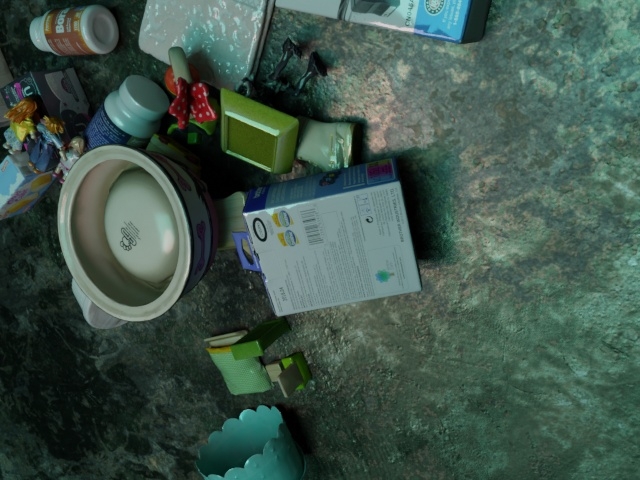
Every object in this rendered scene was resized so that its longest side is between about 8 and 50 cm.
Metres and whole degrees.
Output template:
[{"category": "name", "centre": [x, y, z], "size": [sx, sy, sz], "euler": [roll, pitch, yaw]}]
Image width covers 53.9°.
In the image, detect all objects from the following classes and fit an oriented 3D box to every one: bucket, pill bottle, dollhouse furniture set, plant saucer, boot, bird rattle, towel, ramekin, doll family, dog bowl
[{"category": "bucket", "centre": [-0.185, 0.616, 1.749], "size": [0.281, 0.281, 0.183], "euler": [-17, 109, 32]}, {"category": "pill bottle", "centre": [-0.513, -0.295, 1.640], "size": [0.153, 0.153, 0.265], "euler": [51, 124, 2]}, {"category": "dollhouse furniture set", "centre": [-0.209, 0.352, 1.725], "size": [0.302, 0.151, 0.197], "euler": [-17, 100, 32]}, {"category": "plant saucer", "centre": [-0.149, -0.229, 1.408], "size": [0.188, 0.045, 0.188], "euler": [24, 149, 6]}, {"category": "boot", "centre": [0.004, -0.175, 1.453], "size": [0.165, 0.077, 0.213], "euler": [14, 110, 23]}, {"category": "bird rattle", "centre": [-0.316, -0.339, 1.437], "size": [0.143, 0.253, 0.206], "euler": [-17, 86, -3]}, {"category": "towel", "centre": [-0.270, -0.536, 1.478], "size": [0.332, 0.053, 0.316], "euler": [30, 120, 17]}, {"category": "ramekin", "centre": [-0.567, 0.111, 1.770], "size": [0.127, 0.273, 0.272], "euler": [44, 124, 22]}, {"category": "doll family", "centre": [-0.710, -0.263, 1.590], "size": [0.263, 0.118, 0.163], "euler": [41, 118, 6]}, {"category": "dog bowl", "centre": [-0.415, -0.026, 1.468], "size": [0.408, 0.150, 0.407], "euler": [6, 104, 27]}, {"category": "pill bottle", "centre": [-0.644, -0.542, 1.635], "size": [0.216, 0.121, 0.121], "euler": [5, 111, 26]}]

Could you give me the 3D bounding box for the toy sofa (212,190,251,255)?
[{"category": "toy sofa", "centre": [-0.265, -0.027, 1.610], "size": [0.363, 0.150, 0.177], "euler": [-7, 96, 30]}]

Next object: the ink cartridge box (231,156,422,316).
[{"category": "ink cartridge box", "centre": [0.000, 0.000, 1.376], "size": [0.396, 0.151, 0.269], "euler": [-12, 115, 7]}]

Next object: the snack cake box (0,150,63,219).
[{"category": "snack cake box", "centre": [-0.915, -0.168, 1.907], "size": [0.264, 0.152, 0.089], "euler": [-34, 91, 34]}]

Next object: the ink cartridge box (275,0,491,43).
[{"category": "ink cartridge box", "centre": [0.130, -0.552, 1.185], "size": [0.395, 0.166, 0.285], "euler": [19, 116, 22]}]

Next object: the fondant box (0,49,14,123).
[{"category": "fondant box", "centre": [-1.020, -0.478, 1.793], "size": [0.096, 0.238, 0.330], "euler": [-14, 102, 32]}]

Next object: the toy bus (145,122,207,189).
[{"category": "toy bus", "centre": [-0.359, -0.191, 1.623], "size": [0.191, 0.104, 0.202], "euler": [-12, 87, 23]}]

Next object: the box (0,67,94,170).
[{"category": "box", "centre": [-0.727, -0.332, 1.736], "size": [0.142, 0.163, 0.247], "euler": [-15, 102, 28]}]

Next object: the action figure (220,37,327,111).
[{"category": "action figure", "centre": [-0.121, -0.321, 1.421], "size": [0.164, 0.141, 0.276], "euler": [34, 122, -24]}]
